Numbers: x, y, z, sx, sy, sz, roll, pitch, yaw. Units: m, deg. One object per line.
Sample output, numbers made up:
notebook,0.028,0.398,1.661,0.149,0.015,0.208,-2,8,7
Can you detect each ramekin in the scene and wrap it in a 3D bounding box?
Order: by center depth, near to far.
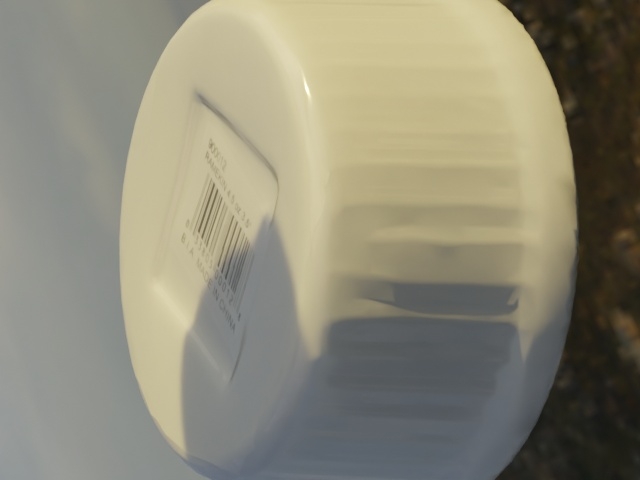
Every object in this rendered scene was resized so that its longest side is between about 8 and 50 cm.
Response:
ramekin,0.000,0.000,1.029,0.277,0.135,0.277,-7,83,63
